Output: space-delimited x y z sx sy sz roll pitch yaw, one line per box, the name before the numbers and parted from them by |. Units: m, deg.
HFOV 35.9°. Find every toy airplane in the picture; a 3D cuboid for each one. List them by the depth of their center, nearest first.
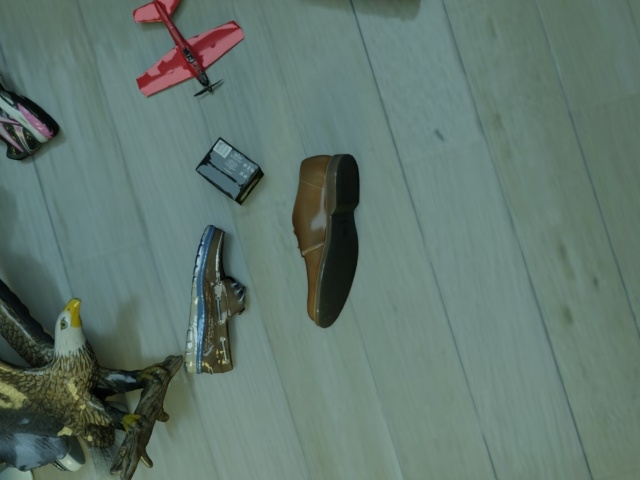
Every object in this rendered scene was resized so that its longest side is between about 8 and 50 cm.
toy airplane | -0.174 -0.250 1.230 0.151 0.028 0.151 0 87 -1

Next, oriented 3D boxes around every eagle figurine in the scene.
eagle figurine | -0.317 0.148 1.120 0.298 0.226 0.225 14 86 2

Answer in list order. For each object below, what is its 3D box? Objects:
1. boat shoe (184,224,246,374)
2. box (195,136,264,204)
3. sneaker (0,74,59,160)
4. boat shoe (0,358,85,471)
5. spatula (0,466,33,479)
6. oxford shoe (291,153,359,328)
boat shoe | -0.124 0.073 1.206 0.066 0.066 0.183 6 98 -3
box | -0.109 -0.083 1.196 0.062 0.083 0.052 37 88 2
sneaker | -0.413 -0.165 1.202 0.178 0.072 0.077 42 98 -11
boat shoe | -0.372 0.230 1.204 0.083 0.065 0.183 -45 81 1
spatula | -0.415 0.407 1.219 0.242 0.019 0.168 -38 89 0
oxford shoe | 0.000 0.000 1.210 0.076 0.076 0.212 4 91 31
